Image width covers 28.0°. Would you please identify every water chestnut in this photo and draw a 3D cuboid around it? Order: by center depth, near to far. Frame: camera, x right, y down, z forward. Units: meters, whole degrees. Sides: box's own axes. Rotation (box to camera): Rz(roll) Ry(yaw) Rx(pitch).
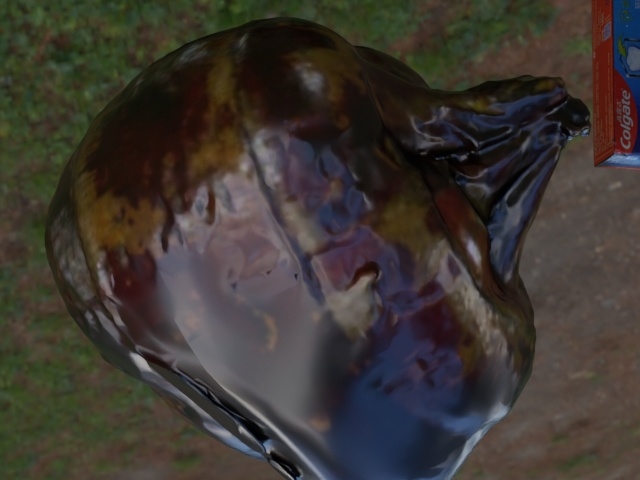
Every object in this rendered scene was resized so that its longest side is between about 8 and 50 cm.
[{"bbox_3d":[0.000,0.000,0.704,0.244,0.289,0.289,-56,158,-17],"label":"water chestnut"}]

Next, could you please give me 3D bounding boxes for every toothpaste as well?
[{"bbox_3d":[0.348,-0.239,1.432,0.076,0.320,0.066,4,169,-10],"label":"toothpaste"}]
